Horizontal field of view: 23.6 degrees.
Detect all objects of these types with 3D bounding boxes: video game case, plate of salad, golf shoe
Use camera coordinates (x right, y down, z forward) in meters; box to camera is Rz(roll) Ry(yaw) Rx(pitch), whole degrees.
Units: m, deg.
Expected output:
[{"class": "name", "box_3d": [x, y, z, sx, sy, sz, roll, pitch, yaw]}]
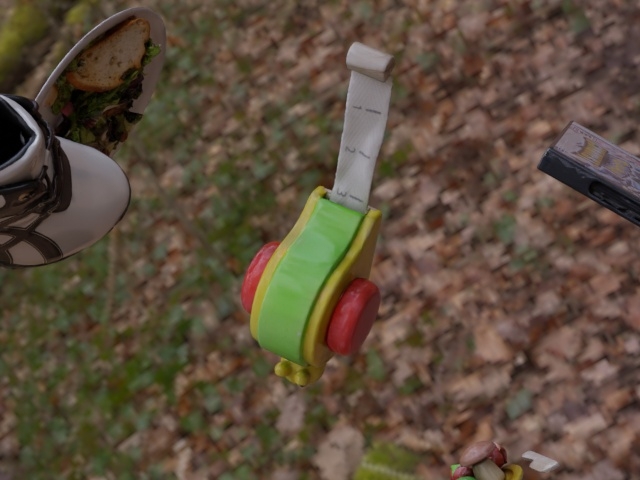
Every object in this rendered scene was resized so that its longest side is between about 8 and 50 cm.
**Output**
[{"class": "video game case", "box_3d": [0.392, -0.058, 1.859, 0.035, 0.248, 0.275, -61, -7, 16]}, {"class": "plate of salad", "box_3d": [-0.189, -0.108, 1.311, 0.048, 0.200, 0.200, 34, 70, 14]}, {"class": "golf shoe", "box_3d": [-0.154, -0.030, 0.772, 0.094, 0.077, 0.198, -15, -10, 36]}]

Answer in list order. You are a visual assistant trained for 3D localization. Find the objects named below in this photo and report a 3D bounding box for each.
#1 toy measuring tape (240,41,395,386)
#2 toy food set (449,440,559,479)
[{"class": "toy measuring tape", "box_3d": [0.000, 0.000, 1.283, 0.121, 0.330, 0.121, 7, 35, -5]}, {"class": "toy food set", "box_3d": [0.183, 0.302, 1.953, 0.218, 0.071, 0.128, -31, 6, -2]}]
